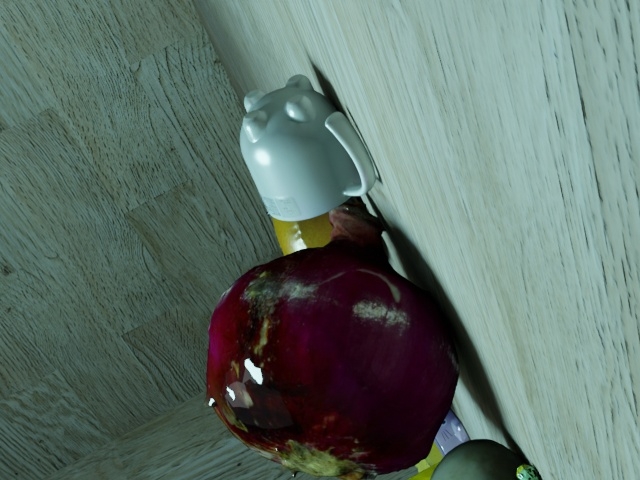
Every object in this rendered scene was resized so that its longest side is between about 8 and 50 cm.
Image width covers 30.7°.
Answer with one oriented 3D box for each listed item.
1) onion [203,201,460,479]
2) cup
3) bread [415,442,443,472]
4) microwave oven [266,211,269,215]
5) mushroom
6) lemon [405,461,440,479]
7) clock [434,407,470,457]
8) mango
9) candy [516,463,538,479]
[{"bbox_3d":[0.021,0.110,1.522,0.348,0.347,0.385,67,-150,-59],"label":"onion"},{"bbox_3d":[-0.025,-0.111,1.425,0.142,0.134,0.173,66,177,-32],"label":"cup"},{"bbox_3d":[0.228,0.417,2.378,0.245,0.094,0.102,-122,14,-45],"label":"bread"},{"bbox_3d":[0.000,0.000,2.064,0.205,0.129,0.163,59,177,29],"label":"microwave oven"},{"bbox_3d":[0.217,0.321,1.439,0.188,0.141,0.117,64,145,39],"label":"mushroom"},{"bbox_3d":[0.202,0.464,1.710,0.261,0.260,0.284,60,177,27],"label":"lemon"},{"bbox_3d":[0.225,0.342,2.076,0.110,0.050,0.153,64,176,-33],"label":"clock"},{"bbox_3d":[-0.007,-0.038,1.781,0.166,0.136,0.236,60,-173,-83],"label":"mango"},{"bbox_3d":[0.260,0.296,1.370,0.083,0.023,0.025,51,156,38],"label":"candy"}]
